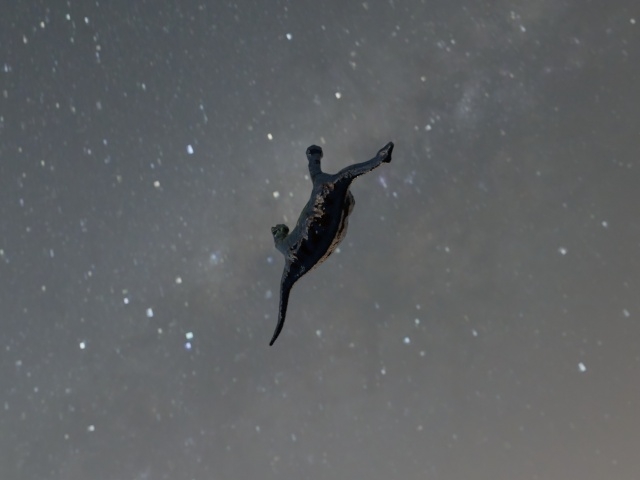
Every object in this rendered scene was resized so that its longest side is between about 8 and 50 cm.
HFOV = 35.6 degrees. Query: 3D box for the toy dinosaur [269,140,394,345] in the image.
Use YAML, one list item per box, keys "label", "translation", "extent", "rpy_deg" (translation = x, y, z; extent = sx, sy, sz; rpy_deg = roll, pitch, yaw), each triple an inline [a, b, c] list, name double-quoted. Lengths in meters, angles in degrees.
- label: "toy dinosaur"
  translation: [0.000, -0.026, 1.280]
  extent: [0.076, 0.144, 0.329]
  rpy_deg: [19, -59, -25]
